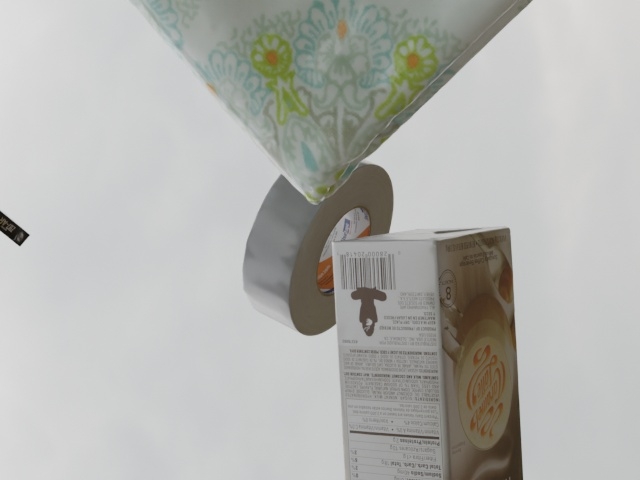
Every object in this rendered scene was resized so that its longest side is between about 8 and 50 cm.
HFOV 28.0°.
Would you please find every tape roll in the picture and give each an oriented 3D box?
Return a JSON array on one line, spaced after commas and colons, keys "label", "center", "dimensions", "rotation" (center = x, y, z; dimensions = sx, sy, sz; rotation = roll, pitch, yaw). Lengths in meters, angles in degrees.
[{"label": "tape roll", "center": [0.000, 0.000, 1.530], "dimensions": [0.219, 0.072, 0.219], "rotation": [-42, -34, -38]}]

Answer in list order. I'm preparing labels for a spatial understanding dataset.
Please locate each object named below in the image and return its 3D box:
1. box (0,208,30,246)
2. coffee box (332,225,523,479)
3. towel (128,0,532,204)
[{"label": "box", "center": [-0.366, -0.034, 1.417], "dimensions": [0.018, 0.067, 0.083], "rotation": [-50, -44, -7]}, {"label": "coffee box", "center": [0.089, 0.117, 1.023], "dimensions": [0.141, 0.098, 0.247], "rotation": [-9, -83, -57]}, {"label": "towel", "center": [0.016, -0.273, 1.235], "dimensions": [0.374, 0.320, 0.090], "rotation": [-44, -11, 18]}]
